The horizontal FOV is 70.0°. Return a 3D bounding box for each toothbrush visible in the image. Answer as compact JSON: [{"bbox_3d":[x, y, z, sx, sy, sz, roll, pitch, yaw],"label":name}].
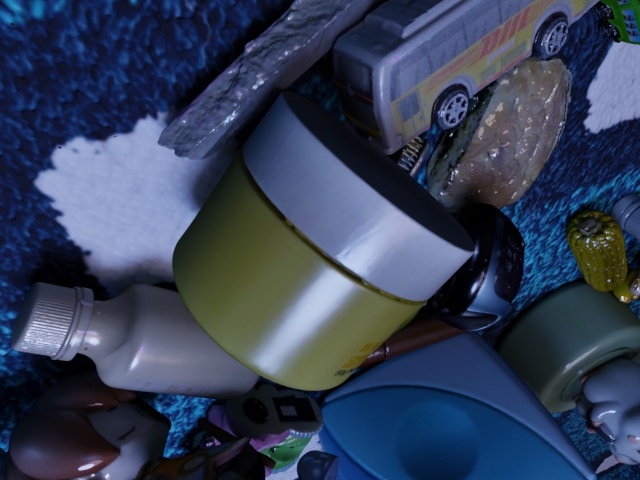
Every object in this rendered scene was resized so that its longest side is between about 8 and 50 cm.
[{"bbox_3d":[0.002,0.036,0.594,0.042,0.035,0.413,29,112,-18],"label":"toothbrush"}]

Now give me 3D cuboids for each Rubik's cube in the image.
[{"bbox_3d":[0.228,0.410,0.797,0.348,0.351,0.352,-29,136,-1],"label":"Rubik's cube"}]

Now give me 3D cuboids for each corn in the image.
[{"bbox_3d":[0.485,0.027,0.790,0.080,0.080,0.231,-41,133,10],"label":"corn"}]

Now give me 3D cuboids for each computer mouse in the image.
[{"bbox_3d":[0.202,0.042,0.588,0.233,0.097,0.137,73,37,-74],"label":"computer mouse"}]

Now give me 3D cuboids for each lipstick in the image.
[{"bbox_3d":[0.138,0.154,0.742,0.357,0.057,0.057,-14,132,-16],"label":"lipstick"}]

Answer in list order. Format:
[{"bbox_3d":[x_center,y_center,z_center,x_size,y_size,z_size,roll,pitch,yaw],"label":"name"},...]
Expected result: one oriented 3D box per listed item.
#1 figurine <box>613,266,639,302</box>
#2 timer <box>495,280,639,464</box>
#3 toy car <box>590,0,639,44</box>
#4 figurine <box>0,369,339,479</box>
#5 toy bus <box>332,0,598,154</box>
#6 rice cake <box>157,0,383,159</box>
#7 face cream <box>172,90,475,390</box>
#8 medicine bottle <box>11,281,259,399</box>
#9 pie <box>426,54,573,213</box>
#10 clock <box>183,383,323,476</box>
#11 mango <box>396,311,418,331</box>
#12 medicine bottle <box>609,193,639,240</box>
[{"bbox_3d":[0.629,0.027,0.800,0.157,0.131,0.246,-9,148,-35],"label":"figurine"},{"bbox_3d":[0.546,0.281,0.871,0.291,0.315,0.290,-13,132,-15],"label":"timer"},{"bbox_3d":[0.322,-0.277,0.468,0.071,0.062,0.165,-45,132,14],"label":"toy car"},{"bbox_3d":[-0.197,0.290,0.511,0.276,0.389,0.247,49,59,-74],"label":"figurine"},{"bbox_3d":[0.134,-0.190,0.407,0.268,0.092,0.106,-36,137,-8],"label":"toy bus"},{"bbox_3d":[-0.033,-0.162,0.398,0.270,0.049,0.055,-40,170,9],"label":"rice cake"},{"bbox_3d":[0.000,0.000,0.433,0.218,0.218,0.179,24,115,-38],"label":"face cream"},{"bbox_3d":[-0.187,0.108,0.503,0.253,0.114,0.114,22,115,-38],"label":"medicine bottle"},{"bbox_3d":[0.228,-0.119,0.562,0.185,0.052,0.218,4,124,-28],"label":"pie"},{"bbox_3d":[-0.115,0.330,0.737,0.194,0.100,0.195,21,117,-39],"label":"clock"},{"bbox_3d":[0.090,0.068,0.630,0.130,0.091,0.194,-30,144,-7],"label":"mango"},{"bbox_3d":[0.540,-0.031,0.760,0.058,0.091,0.058,-13,132,-16],"label":"medicine bottle"}]
